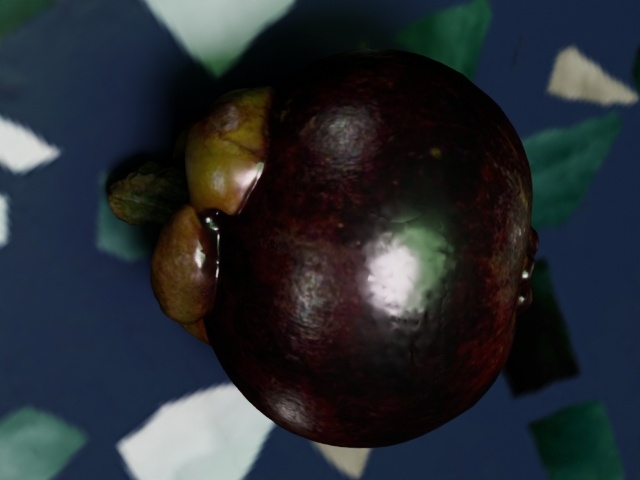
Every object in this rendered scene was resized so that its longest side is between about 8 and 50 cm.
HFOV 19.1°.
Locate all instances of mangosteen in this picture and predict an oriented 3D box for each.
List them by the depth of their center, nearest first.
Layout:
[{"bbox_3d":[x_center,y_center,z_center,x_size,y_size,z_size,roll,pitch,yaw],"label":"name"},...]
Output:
[{"bbox_3d":[0.000,0.000,0.603,0.140,0.140,0.140,-9,109,-29],"label":"mangosteen"}]
